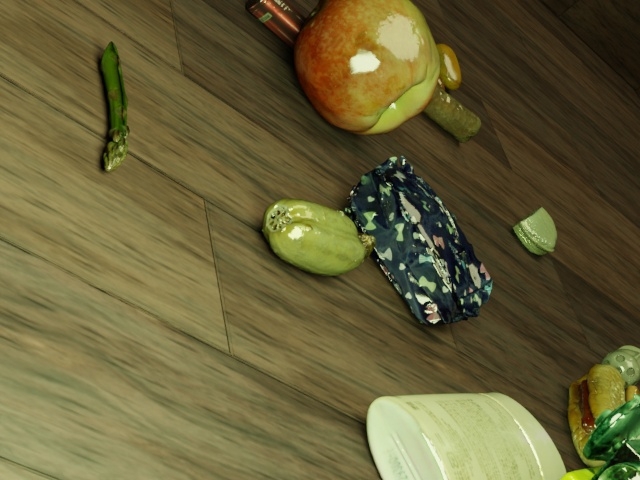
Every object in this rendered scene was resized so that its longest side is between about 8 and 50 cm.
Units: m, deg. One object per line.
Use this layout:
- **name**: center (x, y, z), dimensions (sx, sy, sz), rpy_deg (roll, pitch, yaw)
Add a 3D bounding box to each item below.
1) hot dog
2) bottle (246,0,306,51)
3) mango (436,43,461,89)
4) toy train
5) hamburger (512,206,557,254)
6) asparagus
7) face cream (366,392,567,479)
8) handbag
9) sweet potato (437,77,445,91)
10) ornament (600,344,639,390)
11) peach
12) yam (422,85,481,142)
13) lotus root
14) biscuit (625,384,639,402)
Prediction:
- **hot dog**: center (0.434, 0.266, 1.957), dimensions (0.073, 0.084, 0.242), rpy_deg (43, 25, -9)
- **bottle**: center (-0.045, -0.349, 2.031), dimensions (0.164, 0.060, 0.060), rpy_deg (39, 26, -26)
- **mango**: center (0.264, -0.365, 2.610), dimensions (0.079, 0.057, 0.114), rpy_deg (31, 33, -53)
- **toy train**: center (0.409, 0.340, 1.567), dimensions (0.179, 0.272, 0.442), rpy_deg (47, 20, 28)
- **hamburger**: center (0.415, -0.010, 2.372), dimensions (0.084, 0.054, 0.121), rpy_deg (57, 26, 4)
- **asparagus**: center (-0.238, -0.152, 1.432), dimensions (0.034, 0.027, 0.236), rpy_deg (28, 32, -32)
- **face cream**: center (0.189, 0.264, 1.518), dimensions (0.348, 0.081, 0.173), rpy_deg (8, 48, -58)
- **handbag**: center (0.142, 0.007, 1.778), dimensions (0.260, 0.113, 0.162), rpy_deg (56, 30, 8)
- **sweet potato**: center (0.221, -0.322, 2.489), dimensions (0.179, 0.044, 0.044), rpy_deg (58, 24, 17)
- **ornament**: center (0.548, 0.226, 2.226), dimensions (0.075, 0.081, 0.156), rpy_deg (52, 19, 16)
- **peach**: center (0.063, -0.299, 1.949), dimensions (0.232, 0.232, 0.257), rpy_deg (6, 46, -58)
- **yam**: center (0.192, -0.282, 2.354), dimensions (0.299, 0.066, 0.066), rpy_deg (33, 29, -33)
- **lotus root**: center (-0.001, 0.001, 1.569), dimensions (0.183, 0.077, 0.090), rpy_deg (16, 48, -48)
- **biscuit**: center (0.540, 0.354, 2.025), dimensions (0.224, 0.033, 0.144), rpy_deg (55, 33, -32)
